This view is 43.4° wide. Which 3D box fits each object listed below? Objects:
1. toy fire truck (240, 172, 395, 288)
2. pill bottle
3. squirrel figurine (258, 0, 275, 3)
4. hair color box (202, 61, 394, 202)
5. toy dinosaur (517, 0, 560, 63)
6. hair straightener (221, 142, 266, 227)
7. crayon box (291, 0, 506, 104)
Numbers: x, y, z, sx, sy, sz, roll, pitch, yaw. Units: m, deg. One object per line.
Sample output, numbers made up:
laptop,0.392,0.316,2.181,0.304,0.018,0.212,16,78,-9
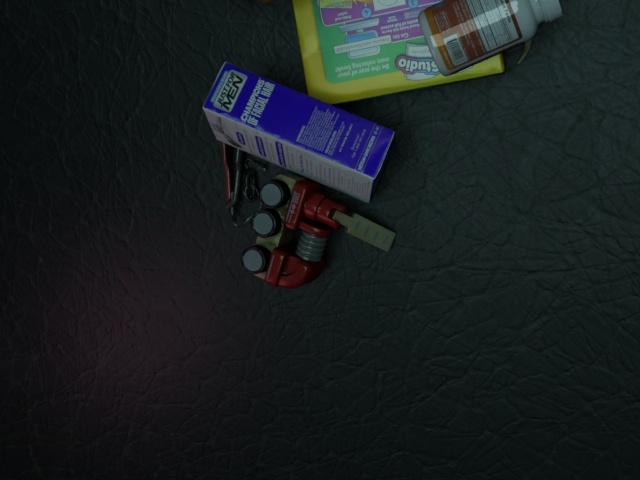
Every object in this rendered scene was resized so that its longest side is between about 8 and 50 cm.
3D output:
toy fire truck,0.000,0.000,1.605,0.246,0.158,0.216,23,107,21
pill bottle,0.282,-0.369,1.341,0.216,0.121,0.121,-22,95,15
squirrel figurine,-0.064,-0.603,1.330,0.371,0.281,0.396,2,83,15
hair color box,-0.038,-0.198,1.515,0.339,0.185,0.110,22,80,5
toy dinosaur,0.382,-0.418,1.454,0.093,0.053,0.183,-11,91,33
hair straightener,-0.158,-0.140,1.654,0.089,0.047,0.230,2,97,15
crayon box,0.137,-0.430,1.482,0.363,0.106,0.312,-8,101,16
